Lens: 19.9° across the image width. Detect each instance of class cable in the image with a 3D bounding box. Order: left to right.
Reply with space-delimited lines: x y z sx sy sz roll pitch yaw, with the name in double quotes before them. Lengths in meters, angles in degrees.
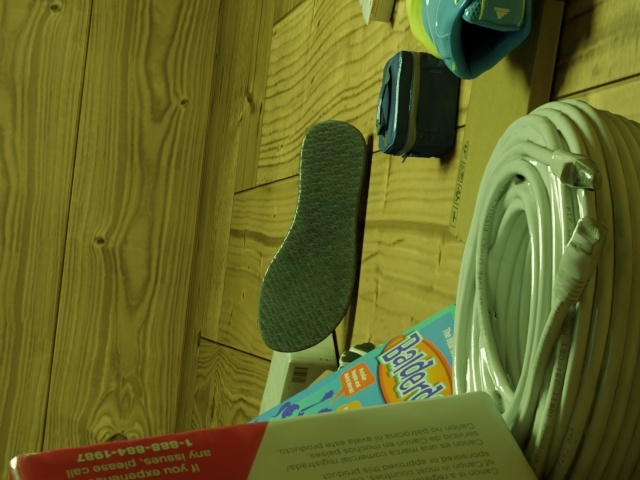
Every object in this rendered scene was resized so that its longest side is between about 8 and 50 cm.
"cable" 0.145 0.043 1.098 0.257 0.089 0.257 -105 22 -65

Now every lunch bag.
"lunch bag" 0.082 -0.116 1.614 0.067 0.065 0.098 139 137 -76

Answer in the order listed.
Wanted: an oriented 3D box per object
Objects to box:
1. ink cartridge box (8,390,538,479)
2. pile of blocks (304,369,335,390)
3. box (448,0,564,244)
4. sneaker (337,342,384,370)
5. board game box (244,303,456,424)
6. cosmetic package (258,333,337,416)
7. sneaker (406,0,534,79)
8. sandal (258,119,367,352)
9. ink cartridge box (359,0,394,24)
"ink cartridge box" 0.017 0.273 0.896 0.384 0.279 0.160 -116 28 -47
"pile of blocks" -0.002 0.257 1.442 0.362 0.149 0.112 -71 -21 -54
"box" 0.140 -0.088 1.392 0.164 0.021 0.201 -134 52 -76
"sneaker" 0.047 0.166 1.635 0.071 0.068 0.170 99 171 -51
"board game box" 0.035 0.149 1.365 0.047 0.210 0.160 56 -172 -25
"cosmetic package" -0.033 0.205 2.066 0.099 0.060 0.239 -102 21 -56
"sneaker" 0.139 -0.216 1.290 0.126 0.091 0.240 -106 29 -49
"sandal" 0.001 0.000 1.956 0.054 0.097 0.254 64 -138 -87
"ink cartridge box" 0.061 -0.261 1.924 0.083 0.028 0.048 -101 19 -59
